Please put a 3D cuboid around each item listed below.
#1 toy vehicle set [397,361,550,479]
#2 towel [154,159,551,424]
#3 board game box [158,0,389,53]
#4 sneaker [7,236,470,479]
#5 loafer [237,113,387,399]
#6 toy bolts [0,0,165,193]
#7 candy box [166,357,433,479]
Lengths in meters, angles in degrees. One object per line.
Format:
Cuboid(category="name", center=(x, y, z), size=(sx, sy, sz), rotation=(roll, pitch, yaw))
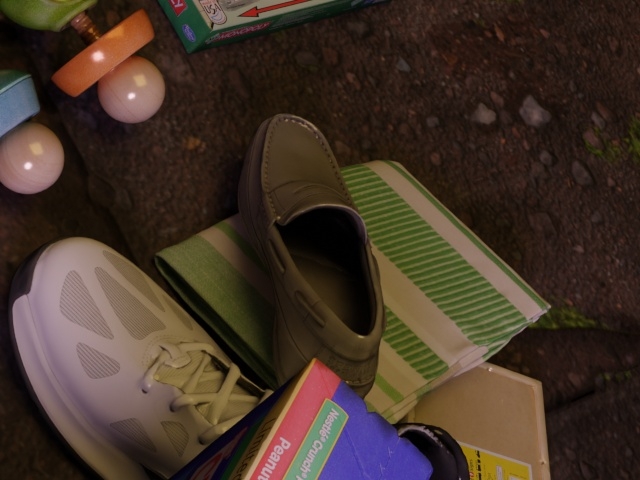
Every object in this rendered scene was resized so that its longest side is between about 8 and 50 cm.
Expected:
Cuboid(category="toy vehicle set", center=(0.137, 0.227, 1.577), size=(0.166, 0.035, 0.267), rotation=(21, 50, -27))
Cuboid(category="towel", center=(0.038, 0.047, 1.589), size=(0.248, 0.038, 0.325), rotation=(45, 43, 16))
Cuboid(category="board game box", center=(-0.067, -0.316, 1.776), size=(0.317, 0.046, 0.213), rotation=(-23, 78, -46))
Cuboid(category="sneaker", center=(-0.034, 0.137, 1.334), size=(0.447, 0.257, 0.169), rotation=(51, 43, 1))
Cuboid(category="loafer", center=(0.000, 0.000, 1.498), size=(0.112, 0.111, 0.319), rotation=(8, 45, -24))
Cuboid(category="toy bolts", center=(-0.212, -0.150, 1.445), size=(0.228, 0.218, 0.158), rotation=(-40, 96, -29))
Cuboid(category="candy box", center=(-0.097, 0.263, 1.150), size=(0.122, 0.317, 0.268), rotation=(42, 43, -9))
